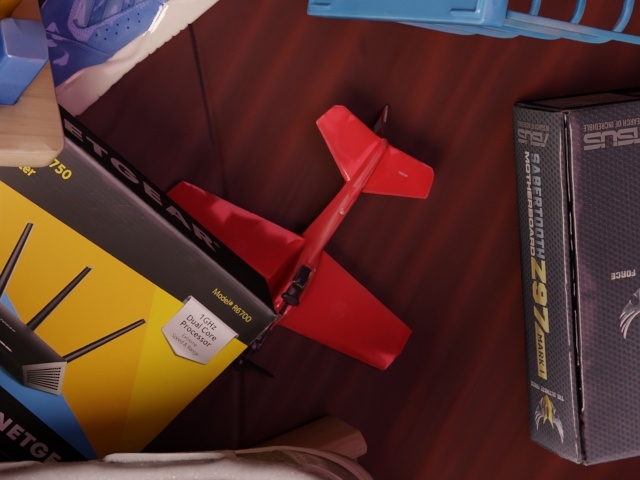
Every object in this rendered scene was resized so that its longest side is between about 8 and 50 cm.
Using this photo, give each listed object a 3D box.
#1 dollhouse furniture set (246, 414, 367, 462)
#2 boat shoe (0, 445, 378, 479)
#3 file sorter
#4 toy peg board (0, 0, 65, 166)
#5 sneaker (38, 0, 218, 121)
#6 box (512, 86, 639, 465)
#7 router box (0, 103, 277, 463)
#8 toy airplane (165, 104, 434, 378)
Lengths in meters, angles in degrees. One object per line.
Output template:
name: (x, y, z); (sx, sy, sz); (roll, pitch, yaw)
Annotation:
dollhouse furniture set: (0.026, 0.212, 0.735); (0.303, 0.355, 0.174); (-22, 104, -17)
boat shoe: (-0.129, 0.144, 0.741); (0.320, 0.103, 0.118); (-10, 72, 10)
file sorter: (0.083, -0.150, 0.810); (0.104, 0.170, 0.118); (8, 94, -26)
toy peg board: (-0.175, -0.118, 0.682); (0.161, 0.079, 0.161); (0, 65, -32)
sneaker: (-0.096, -0.128, 0.799); (0.152, 0.058, 0.084); (-41, 118, -5)
box: (0.218, 0.007, 0.943); (0.232, 0.059, 0.183); (-8, 101, -20)
router box: (-0.129, 0.017, 0.793); (0.179, 0.046, 0.133); (41, 101, -21)
toy airplane: (0.000, 0.000, 0.871); (0.151, 0.028, 0.151); (-3, 98, -20)
